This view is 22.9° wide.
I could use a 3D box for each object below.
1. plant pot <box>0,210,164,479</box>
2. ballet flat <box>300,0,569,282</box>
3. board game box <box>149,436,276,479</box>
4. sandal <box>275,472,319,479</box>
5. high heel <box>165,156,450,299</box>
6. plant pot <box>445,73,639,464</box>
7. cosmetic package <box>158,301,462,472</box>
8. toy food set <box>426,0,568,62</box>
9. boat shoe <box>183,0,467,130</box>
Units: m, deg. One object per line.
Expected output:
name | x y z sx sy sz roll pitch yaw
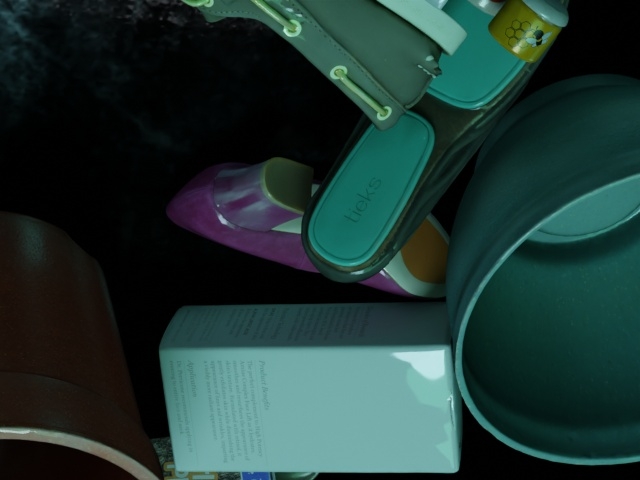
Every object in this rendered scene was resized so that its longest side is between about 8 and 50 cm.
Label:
plant pot | -0.245 0.133 1.150 0.272 0.265 0.272 -7 132 -8
ballet flat | 0.081 -0.092 1.134 0.280 0.095 0.096 -53 165 1
board game box | -0.173 0.295 1.362 0.291 0.141 0.232 -8 140 -3
sandal | -0.011 0.145 1.351 0.090 0.060 0.219 4 129 -16
high heel | 0.000 0.000 1.237 0.117 0.082 0.244 -14 157 43
plant pot | 0.222 -0.003 1.187 0.293 0.196 0.293 -7 132 -7
cosmetic package | -0.005 0.116 1.255 0.231 0.085 0.117 -1 114 9
toy food set | 0.077 -0.226 1.008 0.232 0.111 0.104 35 113 -4
boat shoe | -0.045 -0.175 1.012 0.305 0.109 0.091 30 98 -25
